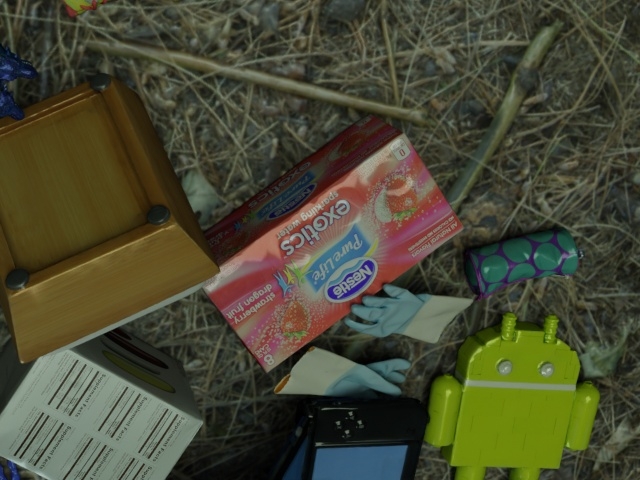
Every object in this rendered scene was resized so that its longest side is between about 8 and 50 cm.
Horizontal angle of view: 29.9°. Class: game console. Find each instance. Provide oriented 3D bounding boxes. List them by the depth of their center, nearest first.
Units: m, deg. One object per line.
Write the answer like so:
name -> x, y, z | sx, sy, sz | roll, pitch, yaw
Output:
game console -> 0.016, 0.363, 1.515 | 0.250, 0.173, 0.293 | 1, 120, -15

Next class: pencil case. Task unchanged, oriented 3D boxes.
pencil case -> 0.266, 0.030, 1.580 | 0.152, 0.064, 0.070 | -13, 84, -11

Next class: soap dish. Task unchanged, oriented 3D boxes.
soap dish -> -0.266, -0.037, 1.306 | 0.229, 0.291, 0.118 | -24, 145, -6

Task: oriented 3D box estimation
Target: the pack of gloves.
pack of gloves -> 0.081, 0.143, 1.498 | 0.195, 0.046, 0.232 | -49, 147, 20

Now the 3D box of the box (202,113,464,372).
box -> 0.000, 0.000, 1.460 | 0.300, 0.142, 0.154 | -35, 111, -3

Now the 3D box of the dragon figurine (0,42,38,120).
dragon figurine -> -0.432, -0.233, 1.281 | 0.289, 0.144, 0.085 | 32, 94, -20

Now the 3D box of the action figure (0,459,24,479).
action figure -> -0.387, 0.310, 1.504 | 0.038, 0.030, 0.115 | -22, 112, -22

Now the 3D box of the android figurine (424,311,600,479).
android figurine -> 0.262, 0.226, 1.640 | 0.248, 0.056, 0.272 | 6, 105, -16

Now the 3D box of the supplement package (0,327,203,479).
supplement package -> -0.272, 0.188, 1.412 | 0.203, 0.194, 0.149 | 33, 95, -21

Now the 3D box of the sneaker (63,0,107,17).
sneaker -> -0.253, -0.294, 1.354 | 0.208, 0.081, 0.094 | 12, 109, -11
